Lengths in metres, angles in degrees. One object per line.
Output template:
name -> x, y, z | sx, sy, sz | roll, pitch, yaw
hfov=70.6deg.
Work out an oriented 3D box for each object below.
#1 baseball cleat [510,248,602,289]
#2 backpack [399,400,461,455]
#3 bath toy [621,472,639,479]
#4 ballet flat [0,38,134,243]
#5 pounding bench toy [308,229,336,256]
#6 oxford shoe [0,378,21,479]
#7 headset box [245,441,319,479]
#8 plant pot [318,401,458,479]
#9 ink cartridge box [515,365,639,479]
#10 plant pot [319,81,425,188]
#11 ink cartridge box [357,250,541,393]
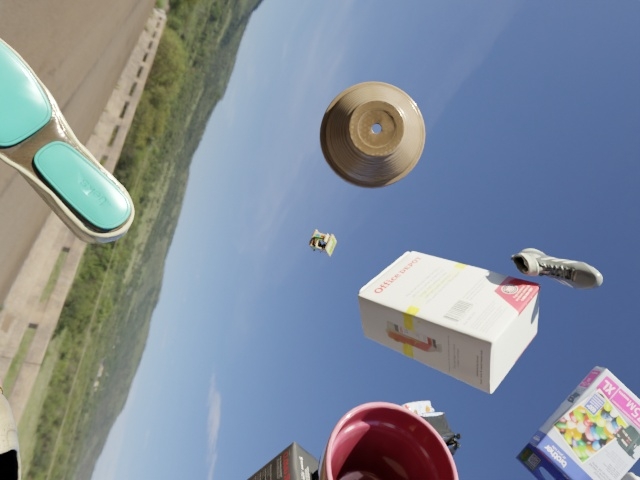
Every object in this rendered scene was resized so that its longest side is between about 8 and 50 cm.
baseball cleat -> 0.575, 0.078, 1.123 | 0.205, 0.109, 0.072 | 23, -61, 51
backpack -> 0.327, 0.724, 1.670 | 0.263, 0.276, 0.213 | -48, -134, 25
bath toy -> 0.679, 0.706, 1.137 | 0.348, 0.129, 0.151 | -39, 179, 21
ballet flat -> -0.298, -0.098, 0.475 | 0.086, 0.249, 0.086 | -32, -167, 8
pounding bench toy -> 0.000, 0.000, 1.306 | 0.052, 0.065, 0.083 | -66, 157, -18
oxford shoe -> -0.438, 0.304, 0.544 | 0.130, 0.122, 0.348 | 44, -54, 23
headset box -> -0.098, 0.594, 0.951 | 0.293, 0.110, 0.218 | -40, -162, 7
plant pot -> 0.085, 0.384, 0.692 | 0.202, 0.201, 0.180 | -99, -162, -47
ink cartridge box -> 0.651, 0.485, 1.094 | 0.311, 0.186, 0.065 | -45, 170, -3
plant pot -> 0.116, -0.234, 0.980 | 0.110, 0.237, 0.238 | -102, -150, -88
ink cartridge box -> 0.335, 0.191, 1.205 | 0.384, 0.279, 0.161 | 17, -53, 42
